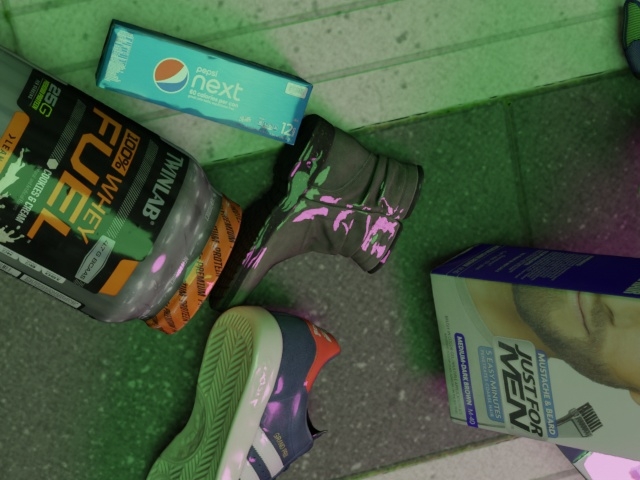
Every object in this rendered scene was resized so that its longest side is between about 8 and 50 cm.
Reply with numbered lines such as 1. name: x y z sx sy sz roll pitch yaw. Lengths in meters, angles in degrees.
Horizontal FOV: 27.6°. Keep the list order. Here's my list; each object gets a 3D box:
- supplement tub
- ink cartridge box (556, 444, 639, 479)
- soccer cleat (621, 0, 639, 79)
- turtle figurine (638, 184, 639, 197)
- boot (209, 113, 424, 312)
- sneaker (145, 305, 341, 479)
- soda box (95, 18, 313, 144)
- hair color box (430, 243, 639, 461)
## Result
1. supplement tub: -0.248 -0.045 1.277 0.316 0.193 0.193 29 98 -17
2. ink cartridge box: 0.365 0.246 1.505 0.127 0.128 0.176 -42 107 2
3. soccer cleat: 0.463 -0.253 1.408 0.289 0.093 0.121 -18 101 -6
4. turtle figurine: 0.441 -0.049 1.341 0.198 0.266 0.275 -18 84 25
5. boot: 0.000 0.000 1.399 0.161 0.083 0.246 29 99 -22
6. sneaker: -0.081 0.236 1.428 0.148 0.131 0.350 8 117 -39
7. soda box: -0.120 -0.162 1.332 0.210 0.071 0.067 16 101 -14
8. hair color box: 0.285 0.116 1.353 0.110 0.339 0.185 -28 114 -45
